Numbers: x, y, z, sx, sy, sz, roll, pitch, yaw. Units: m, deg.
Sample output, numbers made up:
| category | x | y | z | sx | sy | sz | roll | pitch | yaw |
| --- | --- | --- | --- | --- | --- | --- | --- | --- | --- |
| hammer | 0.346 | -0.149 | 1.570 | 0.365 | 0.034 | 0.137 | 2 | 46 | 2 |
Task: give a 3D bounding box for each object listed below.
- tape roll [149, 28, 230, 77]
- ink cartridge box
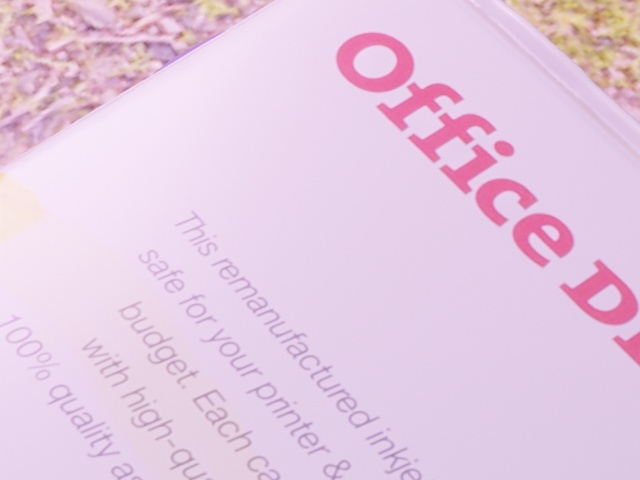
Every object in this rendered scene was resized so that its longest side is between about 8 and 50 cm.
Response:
| category | x | y | z | sx | sy | sz | roll | pitch | yaw |
| --- | --- | --- | --- | --- | --- | --- | --- | --- | --- |
| tape roll | 0.000 | 0.000 | 0.786 | 0.189 | 0.080 | 0.189 | -3 | 55 | 4 |
| ink cartridge box | -0.037 | 0.124 | 0.559 | 0.384 | 0.160 | 0.279 | -33 | 61 | -17 |
